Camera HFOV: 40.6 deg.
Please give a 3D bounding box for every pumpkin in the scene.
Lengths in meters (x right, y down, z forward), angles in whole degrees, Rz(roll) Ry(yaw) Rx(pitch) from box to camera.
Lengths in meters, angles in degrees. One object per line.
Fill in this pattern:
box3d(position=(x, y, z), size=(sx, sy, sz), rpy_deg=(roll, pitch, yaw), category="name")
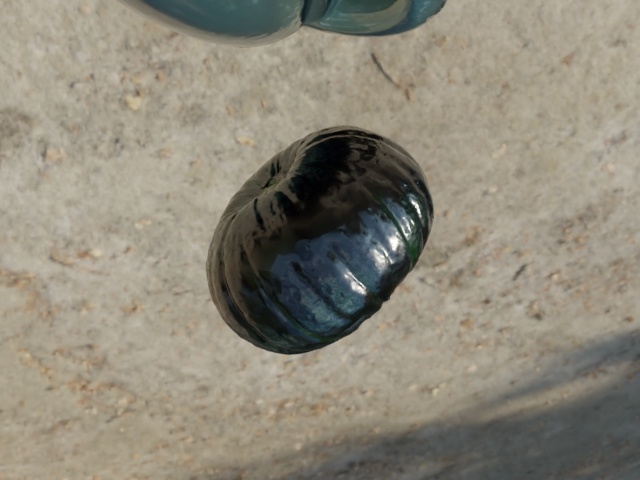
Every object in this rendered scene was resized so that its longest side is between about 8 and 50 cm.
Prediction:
box3d(position=(0.000, 0.000, 0.682), size=(0.202, 0.202, 0.140), rpy_deg=(-35, 111, 25), category="pumpkin")

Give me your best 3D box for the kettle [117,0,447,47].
box3d(position=(-0.056, -0.257, 0.643), size=(0.247, 0.319, 0.342), rpy_deg=(-63, 158, -7), category="kettle")
